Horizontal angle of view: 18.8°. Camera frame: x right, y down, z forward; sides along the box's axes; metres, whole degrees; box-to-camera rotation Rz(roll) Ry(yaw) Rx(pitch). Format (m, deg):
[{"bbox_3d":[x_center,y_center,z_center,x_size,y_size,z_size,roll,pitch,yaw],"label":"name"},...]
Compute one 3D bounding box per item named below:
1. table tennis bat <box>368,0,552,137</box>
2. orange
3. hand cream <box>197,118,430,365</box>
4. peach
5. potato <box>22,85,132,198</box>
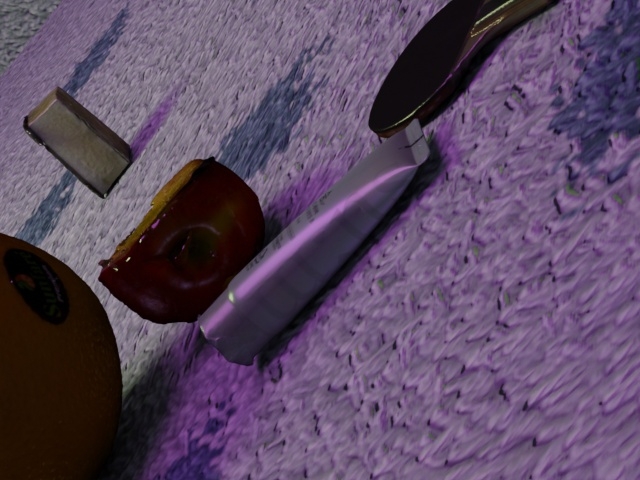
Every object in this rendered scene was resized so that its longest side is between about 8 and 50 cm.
[{"bbox_3d":[0.099,-0.140,1.362,0.220,0.019,0.130,-30,29,57],"label":"table tennis bat"},{"bbox_3d":[-0.283,0.119,1.481,0.274,0.274,0.274,-48,18,21],"label":"orange"},{"bbox_3d":[0.000,0.000,1.317,0.205,0.050,0.078,-46,16,13],"label":"hand cream"},{"bbox_3d":[-0.099,0.003,1.503,0.127,0.092,0.172,-47,6,8],"label":"peach"},{"bbox_3d":[-0.268,-0.111,2.137,0.061,0.122,0.086,-45,19,7],"label":"potato"}]
